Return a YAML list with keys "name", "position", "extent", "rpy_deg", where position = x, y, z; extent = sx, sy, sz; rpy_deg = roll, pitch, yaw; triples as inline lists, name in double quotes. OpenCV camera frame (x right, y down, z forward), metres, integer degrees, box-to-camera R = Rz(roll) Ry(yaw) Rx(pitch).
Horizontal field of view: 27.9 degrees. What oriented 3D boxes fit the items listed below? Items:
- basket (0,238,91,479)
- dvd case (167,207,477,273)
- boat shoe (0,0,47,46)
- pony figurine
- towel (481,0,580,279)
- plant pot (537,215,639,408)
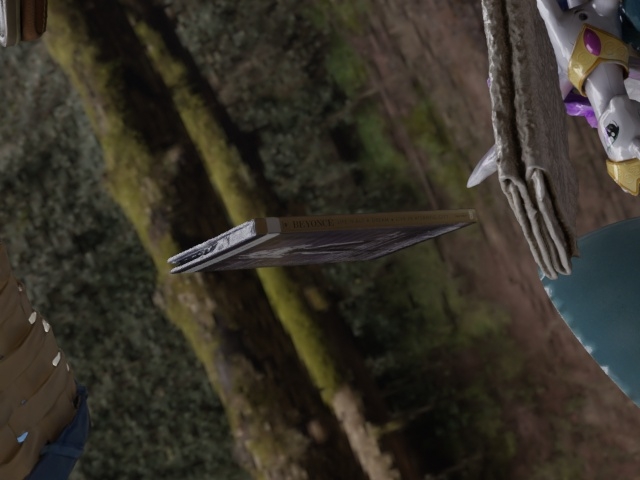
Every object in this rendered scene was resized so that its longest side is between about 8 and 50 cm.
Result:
- name: "basket"
  position: [-0.223, 0.119, 0.585]
  extent: [0.255, 0.201, 0.288]
  rpy_deg: [-43, -48, -47]
- name: "dvd case"
  position: [0.000, 0.000, 1.123]
  extent: [0.221, 0.164, 0.018]
  rpy_deg: [-4, -100, -32]
- name: "boat shoe"
  position: [-0.261, -0.335, 1.197]
  extent: [0.111, 0.105, 0.307]
  rpy_deg: [24, 116, 60]
- name: "pony figurine"
  position: [0.278, -0.199, 1.417]
  extent: [0.351, 0.303, 0.363]
  rpy_deg: [15, -128, -88]
- name: "towel"
  position: [0.188, -0.123, 1.147]
  extent: [0.187, 0.049, 0.282]
  rpy_deg: [55, -151, -55]
- name: "plant pot"
  position: [0.444, 0.076, 1.627]
  extent: [0.290, 0.195, 0.290]
  rpy_deg: [42, -162, -17]
